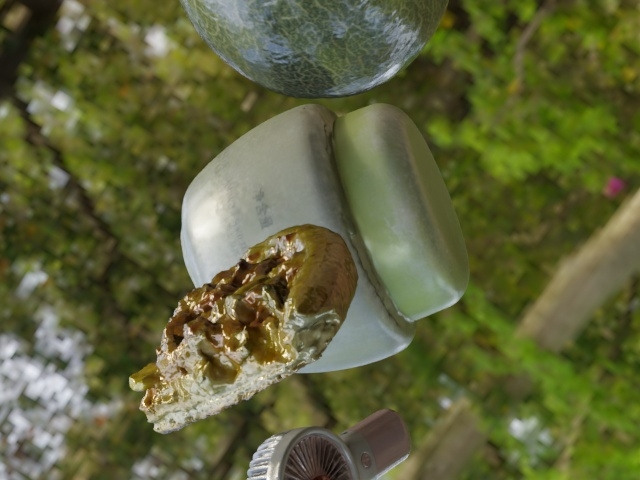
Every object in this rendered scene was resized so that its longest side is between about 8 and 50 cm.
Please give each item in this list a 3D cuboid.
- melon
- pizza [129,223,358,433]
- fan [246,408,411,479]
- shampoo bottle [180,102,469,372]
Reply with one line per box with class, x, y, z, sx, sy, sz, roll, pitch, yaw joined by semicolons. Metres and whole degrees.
melon;-0.012;-0.250;1.650;0.237;0.237;0.302;43;175;28
pizza;-0.041;0.048;1.857;0.087;0.258;0.268;52;-140;-13
fan;0.017;0.240;2.039;0.244;0.074;0.130;-27;-79;-50
shampoo bottle;0.000;0.000;2.367;0.322;0.317;0.322;-21;-90;-81
